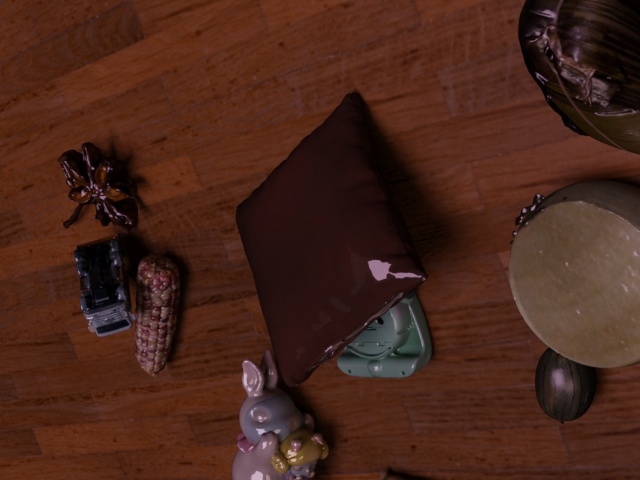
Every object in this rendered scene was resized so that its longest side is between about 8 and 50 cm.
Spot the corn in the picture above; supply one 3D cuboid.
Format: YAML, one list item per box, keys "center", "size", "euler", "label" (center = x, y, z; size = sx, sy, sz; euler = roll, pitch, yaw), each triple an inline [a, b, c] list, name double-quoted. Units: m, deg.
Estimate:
- center: [-0.278, 0.130, 1.982]
  size: [0.079, 0.079, 0.237]
  euler: [29, 127, 27]
  label: "corn"

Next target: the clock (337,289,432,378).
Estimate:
- center: [0.072, 0.103, 1.684]
  size: [0.148, 0.060, 0.189]
  euler: [-6, 104, 42]
  label: "clock"

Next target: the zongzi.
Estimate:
- center: [0.368, -0.155, 1.174]
  size: [0.317, 0.289, 0.154]
  euler: [23, 95, 24]
  label: "zongzi"

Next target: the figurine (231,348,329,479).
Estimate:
- center: [-0.069, 0.304, 1.855]
  size: [0.155, 0.127, 0.236]
  euler: [34, 128, 48]
  label: "figurine"

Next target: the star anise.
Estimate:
- center: [-0.389, -0.090, 1.978]
  size: [0.233, 0.073, 0.177]
  euler: [2, 125, 36]
  label: "star anise"

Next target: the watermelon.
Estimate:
- center: [0.313, 0.183, 1.506]
  size: [0.078, 0.078, 0.111]
  euler: [17, 121, 34]
  label: "watermelon"

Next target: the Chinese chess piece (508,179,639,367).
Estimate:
- center: [0.336, 0.036, 1.406]
  size: [0.237, 0.092, 0.238]
  euler: [19, 122, 34]
  label: "Chinese chess piece"

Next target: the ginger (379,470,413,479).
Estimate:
- center: [0.179, 0.402, 1.724]
  size: [0.288, 0.075, 0.089]
  euler: [9, 93, 42]
  label: "ginger"

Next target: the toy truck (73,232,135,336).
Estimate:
- center: [-0.350, 0.086, 1.947]
  size: [0.178, 0.080, 0.115]
  euler: [-107, 2, -49]
  label: "toy truck"

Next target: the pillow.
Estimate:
- center: [0.000, 0.000, 1.617]
  size: [0.308, 0.108, 0.305]
  euler: [-42, 55, 39]
  label: "pillow"
